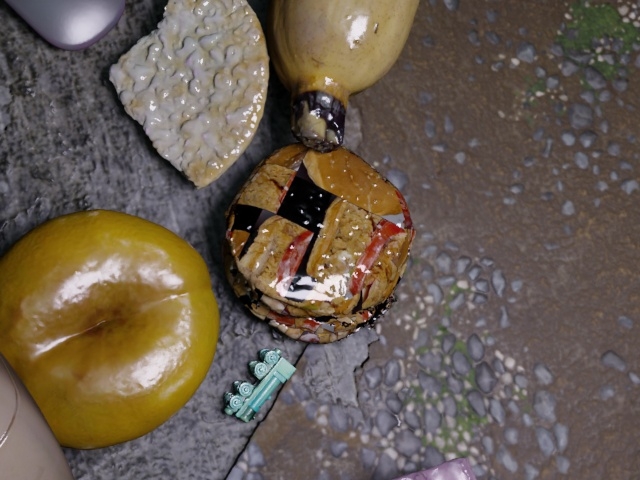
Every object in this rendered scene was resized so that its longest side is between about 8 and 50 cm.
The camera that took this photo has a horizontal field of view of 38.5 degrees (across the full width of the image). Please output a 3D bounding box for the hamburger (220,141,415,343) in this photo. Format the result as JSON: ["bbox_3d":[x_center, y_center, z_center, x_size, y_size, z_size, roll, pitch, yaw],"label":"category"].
[{"bbox_3d":[0.000,0.000,1.034,0.231,0.107,0.231,3,69,-8],"label":"hamburger"}]

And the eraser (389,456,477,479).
[{"bbox_3d":[0.085,0.428,0.893,0.272,0.122,0.359,-13,65,-18],"label":"eraser"}]

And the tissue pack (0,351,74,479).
[{"bbox_3d":[-0.413,0.145,0.772,0.267,0.277,0.387,-42,45,-22],"label":"tissue pack"}]

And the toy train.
[{"bbox_3d":[-0.070,0.162,1.024,0.045,0.029,0.092,42,78,-14],"label":"toy train"}]

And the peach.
[{"bbox_3d":[-0.227,0.089,0.955,0.251,0.153,0.251,0,84,-4],"label":"peach"}]

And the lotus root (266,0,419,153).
[{"bbox_3d":[0.019,-0.244,1.049,0.183,0.183,0.310,15,76,-5],"label":"lotus root"}]

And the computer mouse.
[{"bbox_3d":[-0.336,-0.324,1.075,0.232,0.057,0.120,44,74,2],"label":"computer mouse"}]

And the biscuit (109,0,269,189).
[{"bbox_3d":[-0.150,-0.189,1.057,0.188,0.040,0.265,0,84,12],"label":"biscuit"}]
